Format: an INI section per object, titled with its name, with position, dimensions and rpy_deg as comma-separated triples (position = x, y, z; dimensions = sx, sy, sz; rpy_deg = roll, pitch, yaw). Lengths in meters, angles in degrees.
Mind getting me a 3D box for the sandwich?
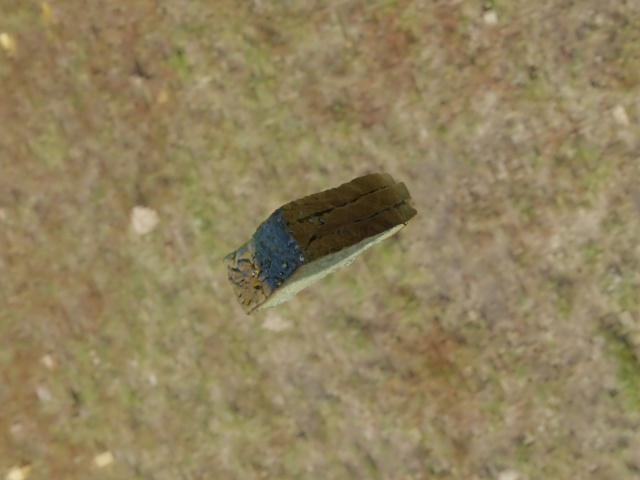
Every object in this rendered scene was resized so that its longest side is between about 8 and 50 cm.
[sandwich]
position = 0.000, 0.000, 0.860
dimensions = 0.036, 0.105, 0.093
rpy_deg = 61, 145, 9
